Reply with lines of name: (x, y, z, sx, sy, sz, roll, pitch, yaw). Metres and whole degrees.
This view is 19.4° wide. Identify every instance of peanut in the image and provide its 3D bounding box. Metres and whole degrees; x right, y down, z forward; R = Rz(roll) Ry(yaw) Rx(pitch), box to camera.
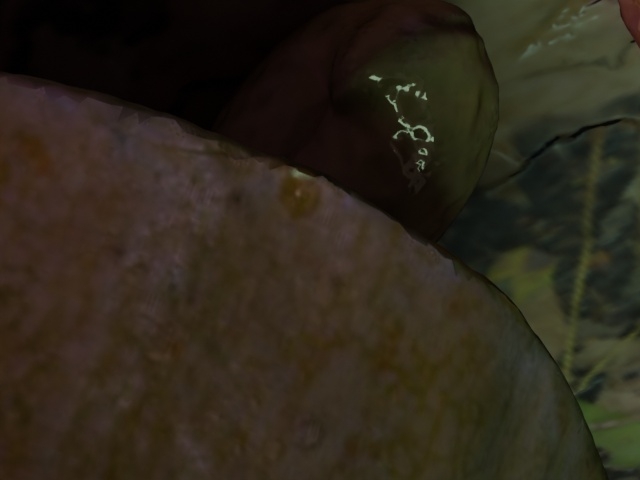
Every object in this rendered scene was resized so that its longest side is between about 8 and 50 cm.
peanut: (0.000, 0.000, 0.511, 0.080, 0.080, 0.174, 4, 139, -20)

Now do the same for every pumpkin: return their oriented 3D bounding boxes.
pumpkin: (-0.101, 0.120, 0.465, 0.332, 0.199, 0.332, 8, 145, 6)

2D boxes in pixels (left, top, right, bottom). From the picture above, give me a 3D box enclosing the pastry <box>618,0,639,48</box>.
pastry: (0.167, -0.105, 0.389, 0.229, 0.100, 0.218, -16, 140, 15)
